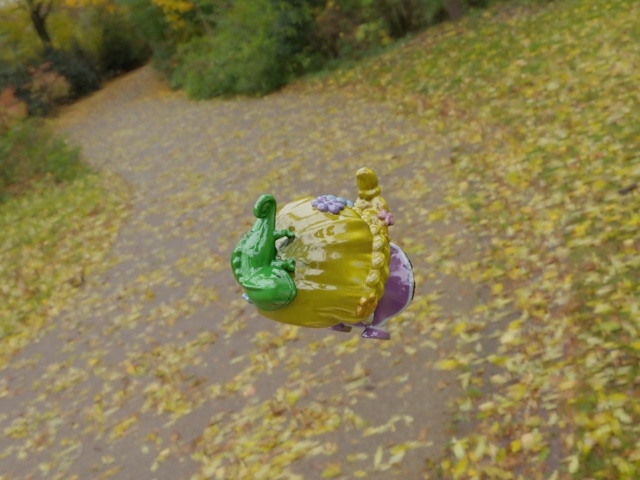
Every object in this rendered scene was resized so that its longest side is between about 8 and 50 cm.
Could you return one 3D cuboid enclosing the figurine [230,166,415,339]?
[{"bbox_3d":[0.000,0.000,0.568,0.095,0.115,0.156,-2,-10,36],"label":"figurine"}]
